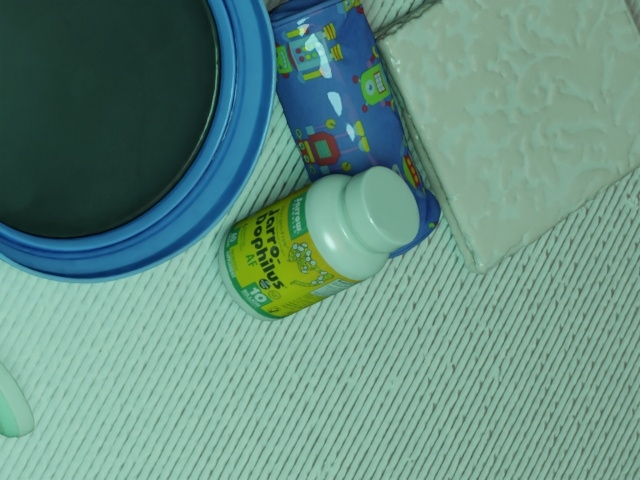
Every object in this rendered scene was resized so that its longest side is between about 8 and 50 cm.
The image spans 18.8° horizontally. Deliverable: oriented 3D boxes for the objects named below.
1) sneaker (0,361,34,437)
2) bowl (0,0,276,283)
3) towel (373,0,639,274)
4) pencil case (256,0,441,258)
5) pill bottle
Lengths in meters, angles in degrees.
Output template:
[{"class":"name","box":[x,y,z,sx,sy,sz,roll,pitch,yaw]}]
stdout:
[{"class":"sneaker","box":[-0.410,0.139,1.900,0.256,0.094,0.151,46,68,-14]},{"class":"bowl","box":[-0.227,-0.153,1.944,0.391,0.077,0.391,-12,112,-31]},{"class":"towel","box":[0.241,-0.174,2.247,0.332,0.053,0.317,-33,109,-22]},{"class":"pencil case","box":[0.035,-0.127,2.100,0.133,0.119,0.306,-38,113,-41]},{"class":"pill bottle","box":[0.000,0.000,2.032,0.117,0.208,0.117,25,53,-38]}]
